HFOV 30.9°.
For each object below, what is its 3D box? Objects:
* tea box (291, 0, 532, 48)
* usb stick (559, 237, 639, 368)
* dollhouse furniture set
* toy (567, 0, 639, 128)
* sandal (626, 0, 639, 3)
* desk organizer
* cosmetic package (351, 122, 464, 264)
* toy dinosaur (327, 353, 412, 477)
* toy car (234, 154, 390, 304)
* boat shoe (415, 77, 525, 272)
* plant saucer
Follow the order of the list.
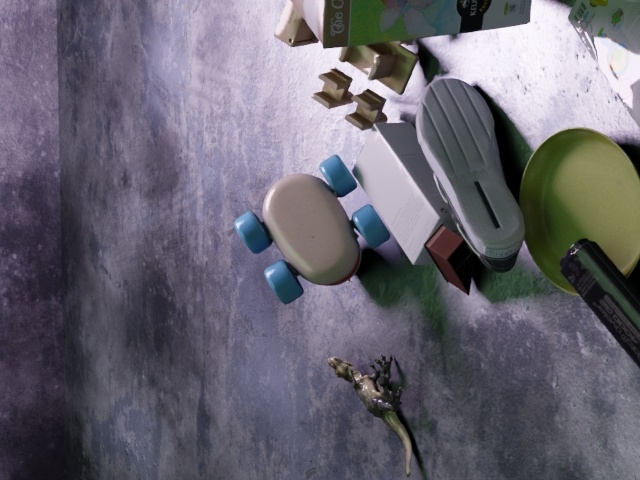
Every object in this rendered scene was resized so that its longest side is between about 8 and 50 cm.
[{"bbox_3d":[0.124,-0.470,1.597,0.220,0.323,0.329,-118,23,-50],"label":"tea box"},{"bbox_3d":[0.423,0.117,1.549,0.278,0.045,0.077,53,146,21],"label":"usb stick"},{"bbox_3d":[0.071,-0.343,1.982,0.242,0.161,0.212,36,122,22],"label":"dollhouse furniture set"},{"bbox_3d":[0.420,-0.269,1.519,0.237,0.056,0.137,64,146,34],"label":"toy"},{"bbox_3d":[0.434,-0.417,1.467,0.102,0.076,0.265,-5,71,41],"label":"sandal"},{"bbox_3d":[0.212,0.032,1.825,0.047,0.130,0.050,-48,54,-8],"label":"desk organizer"},{"bbox_3d":[0.152,-0.081,1.927,0.231,0.085,0.117,61,141,33],"label":"cosmetic package"},{"bbox_3d":[0.110,0.283,2.080,0.268,0.064,0.118,54,143,33],"label":"toy dinosaur"},{"bbox_3d":[0.000,0.000,2.072,0.210,0.219,0.238,57,-178,17],"label":"toy car"},{"bbox_3d":[0.222,-0.097,1.785,0.119,0.121,0.335,84,174,-58],"label":"boat shoe"},{"bbox_3d":[0.377,-0.041,1.638,0.241,0.037,0.241,17,111,54],"label":"plant saucer"}]
